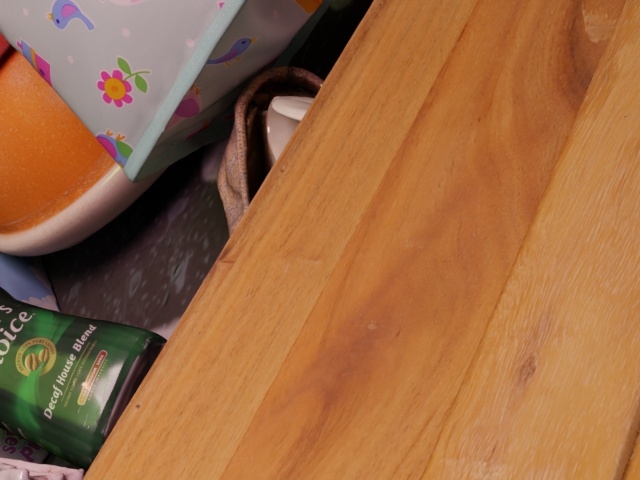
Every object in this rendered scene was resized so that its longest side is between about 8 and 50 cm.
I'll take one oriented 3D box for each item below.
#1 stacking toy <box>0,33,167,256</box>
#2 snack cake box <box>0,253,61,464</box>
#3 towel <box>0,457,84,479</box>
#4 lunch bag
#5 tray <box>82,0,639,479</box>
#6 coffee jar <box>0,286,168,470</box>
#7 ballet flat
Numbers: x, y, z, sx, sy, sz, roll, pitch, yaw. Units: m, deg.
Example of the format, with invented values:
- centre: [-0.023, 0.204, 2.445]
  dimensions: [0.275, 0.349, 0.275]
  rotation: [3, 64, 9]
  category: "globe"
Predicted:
- centre: [-0.311, -0.242, 0.900]
  dimensions: [0.350, 0.480, 0.351]
  rotation: [-32, 37, 29]
  category: "stacking toy"
- centre: [-0.287, 0.101, 0.973]
  dimensions: [0.152, 0.089, 0.264]
  rotation: [-53, 32, 8]
  category: "snack cake box"
- centre: [-0.294, 0.296, 0.756]
  dimensions: [0.317, 0.053, 0.332]
  rotation: [-6, 68, 41]
  category: "towel"
- centre: [-0.089, -0.208, 0.692]
  dimensions: [0.160, 0.223, 0.262]
  rotation: [-33, -15, -50]
  category: "lunch bag"
- centre: [0.044, 0.044, 0.401]
  dimensions: [0.202, 0.076, 0.411]
  rotation: [1, 47, 36]
  category: "tray"
- centre: [-0.192, 0.084, 0.773]
  dimensions: [0.184, 0.079, 0.096]
  rotation: [14, 71, 21]
  category: "coffee jar"
- centre: [0.000, 0.000, 0.605]
  dimensions: [0.316, 0.107, 0.106]
  rotation: [-116, 33, -53]
  category: "ballet flat"
